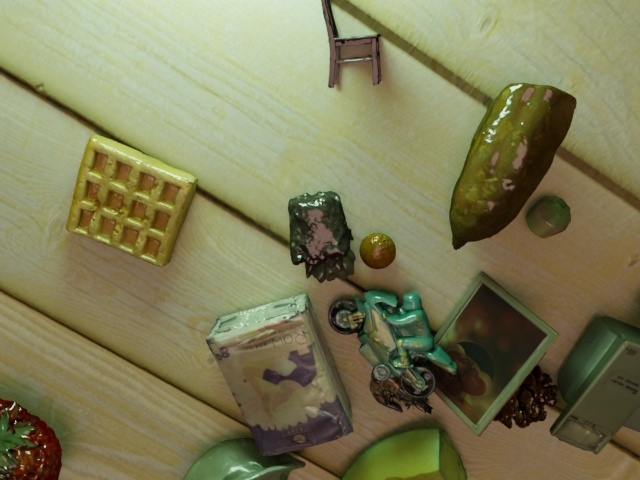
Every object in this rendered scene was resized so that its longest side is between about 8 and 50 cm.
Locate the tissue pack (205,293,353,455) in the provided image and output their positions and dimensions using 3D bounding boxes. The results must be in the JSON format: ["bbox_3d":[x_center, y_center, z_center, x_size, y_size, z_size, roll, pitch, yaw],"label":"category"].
[{"bbox_3d":[-0.089,0.310,1.347,0.242,0.125,0.343,-17,106,12],"label":"tissue pack"}]

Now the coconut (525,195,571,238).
[{"bbox_3d":[0.468,-0.051,1.187,0.083,0.082,0.081,31,144,2],"label":"coconut"}]

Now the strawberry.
[{"bbox_3d":[-0.813,0.553,1.448,0.312,0.267,0.351,35,134,-14],"label":"strawberry"}]

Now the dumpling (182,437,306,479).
[{"bbox_3d":[-0.232,0.603,1.441,0.270,0.212,0.320,28,99,-44],"label":"dumpling"}]

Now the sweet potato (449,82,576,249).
[{"bbox_3d":[0.346,-0.125,1.131,0.158,0.158,0.369,20,110,-3],"label":"sweet potato"}]

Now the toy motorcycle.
[{"bbox_3d":[0.171,0.209,1.300,0.198,0.109,0.296,-44,89,18],"label":"toy motorcycle"}]

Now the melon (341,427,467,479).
[{"bbox_3d":[0.181,0.580,1.431,0.324,0.124,0.196,-22,106,19],"label":"melon"}]

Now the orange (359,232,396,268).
[{"bbox_3d":[0.123,0.022,1.245,0.085,0.085,0.085,2,111,4],"label":"orange"}]

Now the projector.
[{"bbox_3d":[0.684,0.301,1.288,0.250,0.108,0.198,20,111,-4],"label":"projector"}]

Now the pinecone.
[{"bbox_3d":[0.443,0.336,1.298,0.174,0.173,0.173,2,111,4],"label":"pinecone"}]

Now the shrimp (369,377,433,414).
[{"bbox_3d":[0.191,0.375,1.402,0.161,0.034,0.091,30,122,0],"label":"shrimp"}]

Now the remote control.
[{"bbox_3d":[0.604,0.330,1.230,0.123,0.038,0.285,22,114,-3],"label":"remote control"}]

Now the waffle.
[{"bbox_3d":[-0.411,-0.082,1.261,0.248,0.055,0.221,23,111,-4],"label":"waffle"}]

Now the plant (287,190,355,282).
[{"bbox_3d":[0.000,0.000,1.218,0.129,0.132,0.194,-10,105,11],"label":"plant"}]

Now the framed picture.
[{"bbox_3d":[0.348,0.246,1.270,0.211,0.020,0.289,44,114,33],"label":"framed picture"}]

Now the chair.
[{"bbox_3d":[0.058,-0.398,1.087,0.102,0.084,0.212,-1,110,9],"label":"chair"}]
